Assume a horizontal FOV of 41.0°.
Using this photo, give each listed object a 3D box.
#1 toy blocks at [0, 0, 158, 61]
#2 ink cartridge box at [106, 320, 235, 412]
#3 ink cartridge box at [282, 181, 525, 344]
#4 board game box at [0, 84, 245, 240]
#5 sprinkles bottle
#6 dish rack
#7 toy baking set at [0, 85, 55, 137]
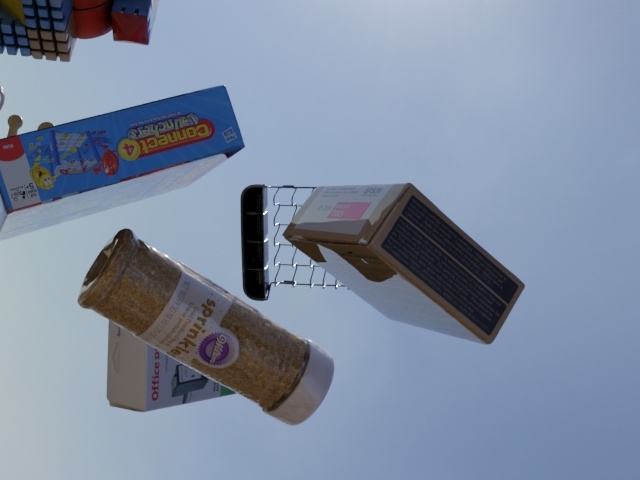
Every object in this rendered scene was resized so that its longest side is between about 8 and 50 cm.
[{"bbox_3d":[-0.363,-0.348,1.131,0.191,0.381,0.261,100,-7,-51],"label":"toy blocks"},{"bbox_3d":[-0.313,0.247,1.868,0.121,0.289,0.211,1,-88,37],"label":"ink cartridge box"},{"bbox_3d":[0.090,0.022,0.999,0.193,0.088,0.234,40,-13,-21],"label":"ink cartridge box"},{"bbox_3d":[-0.294,-0.097,1.159,0.308,0.301,0.086,-16,-88,66],"label":"board game box"},{"bbox_3d":[-0.150,0.123,1.172,0.355,0.121,0.121,34,-19,-21],"label":"sprinkles bottle"},{"bbox_3d":[0.000,0.000,1.505,0.074,0.271,0.209,-65,156,-73],"label":"dish rack"},{"bbox_3d":[-0.532,-0.142,1.364,0.256,0.197,0.030,36,-9,-1],"label":"toy baking set"}]
